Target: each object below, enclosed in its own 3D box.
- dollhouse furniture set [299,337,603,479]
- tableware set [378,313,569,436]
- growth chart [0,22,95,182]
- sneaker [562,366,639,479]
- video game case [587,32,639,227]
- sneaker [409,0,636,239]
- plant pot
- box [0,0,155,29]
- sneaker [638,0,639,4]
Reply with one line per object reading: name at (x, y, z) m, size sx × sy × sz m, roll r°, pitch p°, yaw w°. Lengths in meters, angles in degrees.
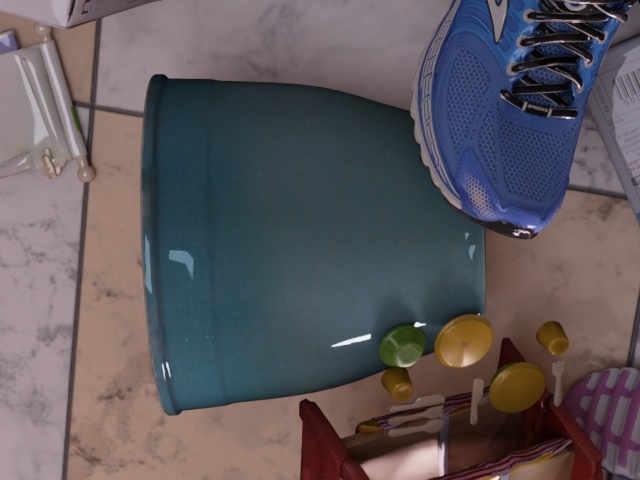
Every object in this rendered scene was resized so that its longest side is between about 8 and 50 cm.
dollhouse furniture set at (0.090, 0.290, 1.378) m, size 0.201 × 0.152 × 0.374 m, roll -13°, pitch 131°, yaw -23°
tableware set at (0.117, 0.094, 1.248) m, size 0.154 × 0.024 × 0.104 m, roll -9°, pitch 123°, yaw -14°
growth chart at (-0.328, -0.122, 1.468) m, size 0.237 × 0.021 × 0.172 m, roll -7°, pitch 102°, yaw 16°
sneaker at (0.311, 0.179, 1.339) m, size 0.236 × 0.104 × 0.095 m, roll 14°, pitch 65°, yaw 27°
video game case at (0.407, -0.067, 1.278) m, size 0.329 × 0.036 × 0.300 m, roll -22°, pitch 97°, yaw 18°
sneaker at (0.157, -0.164, 1.187) m, size 0.130 × 0.147 × 0.330 m, roll 12°, pitch 76°, yaw -20°
plant pot at (0.000, 0.000, 1.297) m, size 0.255 × 0.271 × 0.272 m, roll -2°, pitch 104°, yaw 1°
box at (-0.182, -0.314, 1.269) m, size 0.127 × 0.231 × 0.262 m, roll 17°, pitch 108°, yaw 10°
sneaker at (0.298, -0.137, 1.228) m, size 0.098 × 0.083 × 0.224 m, roll -11°, pitch 100°, yaw 12°
